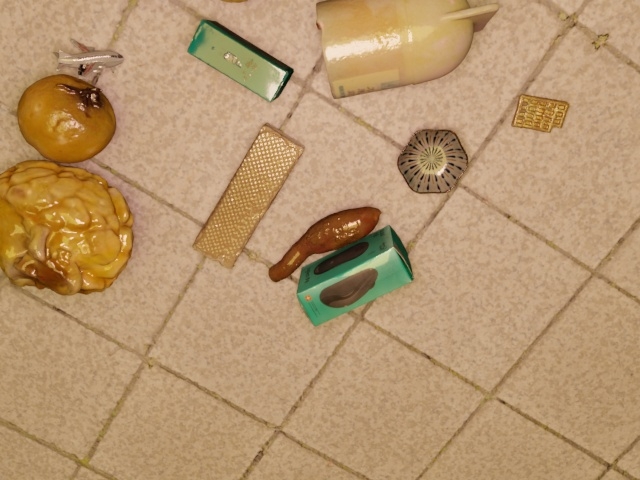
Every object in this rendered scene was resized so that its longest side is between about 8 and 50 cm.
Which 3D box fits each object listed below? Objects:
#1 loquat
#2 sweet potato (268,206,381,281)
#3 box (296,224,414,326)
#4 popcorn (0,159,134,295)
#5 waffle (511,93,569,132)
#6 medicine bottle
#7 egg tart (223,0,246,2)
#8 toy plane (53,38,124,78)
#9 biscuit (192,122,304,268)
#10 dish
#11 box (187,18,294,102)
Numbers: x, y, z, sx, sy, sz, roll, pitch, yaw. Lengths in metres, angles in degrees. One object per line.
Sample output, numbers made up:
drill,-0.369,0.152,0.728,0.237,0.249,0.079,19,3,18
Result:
loquat,-0.654,-0.319,1.478,0.243,0.244,0.244,1,109,3
sweet potato,0.000,0.000,1.627,0.385,0.109,0.109,-28,105,17
box,0.093,0.093,1.599,0.311,0.205,0.118,-26,108,12
popcorn,-0.700,-0.030,1.543,0.354,0.344,0.390,-22,83,-31
waffle,0.590,-0.338,1.523,0.135,0.021,0.092,11,108,0
medicine bottle,0.206,-0.496,1.373,0.406,0.236,0.236,-9,108,7
egg tart,-0.186,-0.733,1.301,0.351,0.150,0.352,-7,105,-27
toy plane,-0.608,-0.473,1.496,0.171,0.162,0.066,-4,143,-29
biscuit,-0.205,-0.117,1.606,0.144,0.078,0.426,32,108,-9
dish,0.303,-0.221,1.553,0.190,0.066,0.191,1,111,3
box,-0.199,-0.458,1.449,0.244,0.153,0.092,31,107,-6
